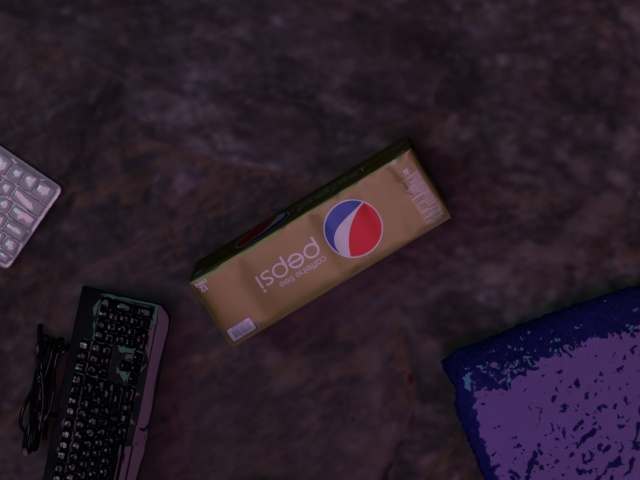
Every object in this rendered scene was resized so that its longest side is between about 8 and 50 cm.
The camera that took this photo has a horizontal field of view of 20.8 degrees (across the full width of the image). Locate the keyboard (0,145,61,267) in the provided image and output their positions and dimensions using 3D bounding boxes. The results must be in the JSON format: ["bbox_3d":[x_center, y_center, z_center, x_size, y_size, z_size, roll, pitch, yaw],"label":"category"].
[{"bbox_3d":[-0.307,-0.080,1.226,0.256,0.014,0.072,34,100,-8],"label":"keyboard"}]

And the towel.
[{"bbox_3d":[0.265,0.132,1.258,0.308,0.076,0.228,-20,95,4],"label":"towel"}]

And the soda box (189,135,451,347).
[{"bbox_3d":[0.000,0.000,1.224,0.181,0.061,0.058,-30,101,6],"label":"soda box"}]

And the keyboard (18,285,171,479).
[{"bbox_3d":[-0.172,0.130,1.239,0.100,0.038,0.192,11,90,18],"label":"keyboard"}]
